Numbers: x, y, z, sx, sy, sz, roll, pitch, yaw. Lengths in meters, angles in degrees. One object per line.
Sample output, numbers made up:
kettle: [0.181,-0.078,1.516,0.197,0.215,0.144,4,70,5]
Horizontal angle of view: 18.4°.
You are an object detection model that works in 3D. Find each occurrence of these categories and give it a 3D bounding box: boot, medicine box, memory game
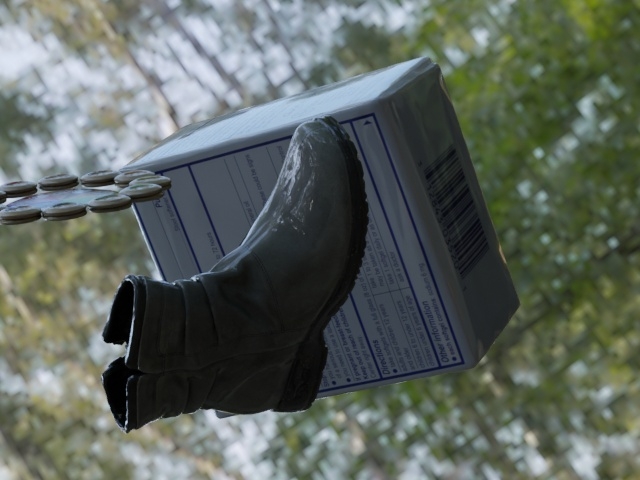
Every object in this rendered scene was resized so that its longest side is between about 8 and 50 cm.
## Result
boot: [-0.064,0.031,1.391,0.161,0.083,0.246,-3,-60,-30]
medicine box: [0.000,0.000,1.852,0.289,0.263,0.149,-13,15,28]
memory game: [-0.217,-0.038,1.664,0.186,0.012,0.186,-6,12,1]
